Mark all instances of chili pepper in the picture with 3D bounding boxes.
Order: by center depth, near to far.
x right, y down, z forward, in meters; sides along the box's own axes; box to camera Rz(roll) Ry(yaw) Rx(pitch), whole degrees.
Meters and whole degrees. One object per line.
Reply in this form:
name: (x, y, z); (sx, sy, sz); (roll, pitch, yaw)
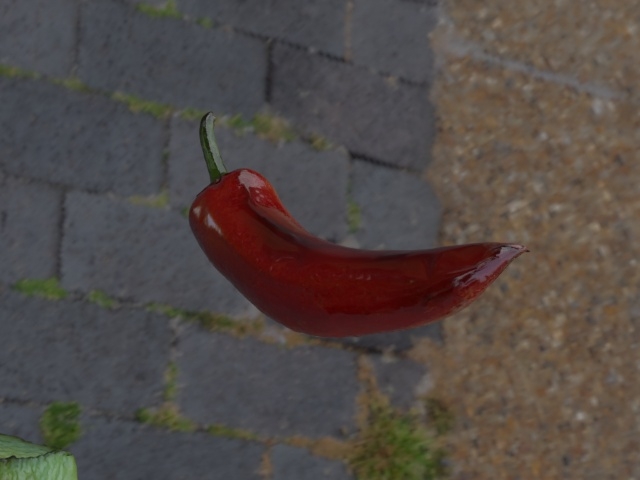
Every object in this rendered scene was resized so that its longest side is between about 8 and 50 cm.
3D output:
chili pepper: (0.000, 0.007, 1.154); (0.092, 0.368, 0.137); (34, 83, -50)

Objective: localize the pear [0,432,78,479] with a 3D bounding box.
pear: (-0.296, 0.245, 0.917); (0.292, 0.159, 0.292); (6, 83, -64)
